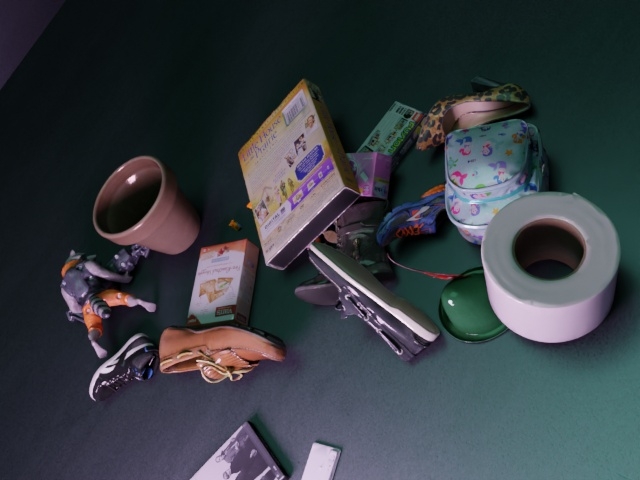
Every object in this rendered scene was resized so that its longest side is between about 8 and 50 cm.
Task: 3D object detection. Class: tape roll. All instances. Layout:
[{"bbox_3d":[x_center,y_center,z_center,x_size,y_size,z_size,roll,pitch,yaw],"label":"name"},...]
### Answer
[{"bbox_3d":[0.435,0.052,1.410,0.246,0.169,0.246,-8,59,13],"label":"tape roll"}]

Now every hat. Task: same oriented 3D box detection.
[{"bbox_3d":[0.281,0.099,1.508,0.209,0.183,0.172,-23,53,21],"label":"hat"}]

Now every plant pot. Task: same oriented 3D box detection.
[{"bbox_3d":[-0.465,-0.073,2.085,0.263,0.229,0.262,-16,55,25],"label":"plant pot"}]

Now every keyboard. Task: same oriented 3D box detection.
[{"bbox_3d":[-0.025,0.554,1.554,0.072,0.014,0.255,2,64,40],"label":"keyboard"}]

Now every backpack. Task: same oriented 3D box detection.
[{"bbox_3d":[0.373,-0.124,1.590,0.225,0.191,0.253,-7,66,25],"label":"backpack"}]

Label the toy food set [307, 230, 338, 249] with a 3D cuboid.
[{"bbox_3d":[0.000,0.000,1.871,0.078,0.019,0.122,-50,53,-2],"label":"toy food set"}]

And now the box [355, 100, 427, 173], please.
[{"bbox_3d":[0.175,-0.251,1.894,0.114,0.036,0.207,34,84,42],"label":"box"}]

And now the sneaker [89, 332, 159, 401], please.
[{"bbox_3d":[-0.512,0.355,1.955,0.217,0.079,0.121,-51,46,-5],"label":"sneaker"}]

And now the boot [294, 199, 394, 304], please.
[{"bbox_3d":[0.057,0.023,1.779,0.263,0.091,0.228,-16,54,13],"label":"boot"}]

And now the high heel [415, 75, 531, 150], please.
[{"bbox_3d":[0.358,-0.284,1.748,0.261,0.093,0.186,-44,41,-9],"label":"high heel"}]

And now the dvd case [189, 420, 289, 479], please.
[{"bbox_3d":[-0.200,0.549,1.661,0.238,0.029,0.179,-47,48,2],"label":"dvd case"}]

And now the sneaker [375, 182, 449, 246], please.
[{"bbox_3d":[0.223,-0.046,1.686,0.221,0.083,0.087,-31,65,-4],"label":"sneaker"}]

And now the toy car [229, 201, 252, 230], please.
[{"bbox_3d":[-0.195,-0.078,2.050,0.040,0.060,0.122,42,112,0],"label":"toy car"}]

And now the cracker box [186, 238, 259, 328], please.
[{"bbox_3d":[-0.253,0.120,1.933,0.156,0.067,0.232,-11,58,29],"label":"cracker box"}]

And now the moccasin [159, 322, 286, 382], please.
[{"bbox_3d":[-0.246,0.277,1.787,0.380,0.139,0.146,-4,67,29],"label":"moccasin"}]

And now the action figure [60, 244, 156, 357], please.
[{"bbox_3d":[-0.613,0.120,2.110,0.330,0.178,0.341,38,89,33],"label":"action figure"}]

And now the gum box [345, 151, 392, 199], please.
[{"bbox_3d":[0.082,-0.159,1.847,0.188,0.062,0.107,4,86,45],"label":"gum box"}]

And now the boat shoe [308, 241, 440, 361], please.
[{"bbox_3d":[0.092,0.136,1.612,0.340,0.127,0.113,36,107,9],"label":"boat shoe"}]

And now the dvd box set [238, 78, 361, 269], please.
[{"bbox_3d":[-0.070,-0.176,1.908,0.307,0.062,0.420,-44,44,27],"label":"dvd box set"}]
